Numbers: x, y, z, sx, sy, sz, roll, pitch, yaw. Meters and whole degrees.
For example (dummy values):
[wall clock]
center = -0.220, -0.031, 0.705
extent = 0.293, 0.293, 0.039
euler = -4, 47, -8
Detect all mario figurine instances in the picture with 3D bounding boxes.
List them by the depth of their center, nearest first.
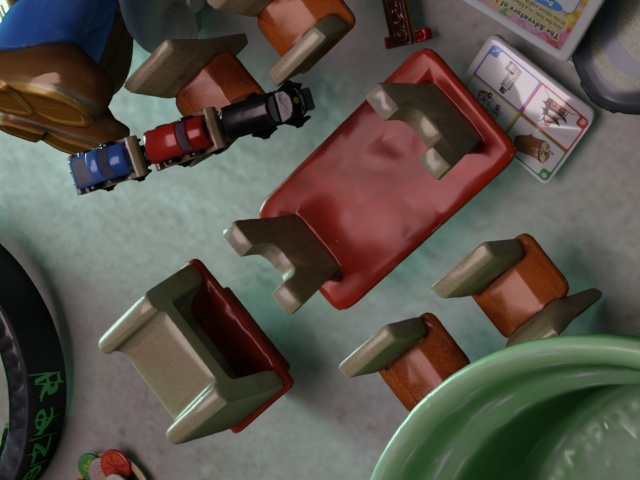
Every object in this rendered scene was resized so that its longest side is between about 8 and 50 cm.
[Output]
[mario figurine]
center = -0.092, -0.210, 1.043
extent = 0.198, 0.170, 0.320
euler = -1, 71, 57

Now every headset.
[headset]
center = -0.348, 0.051, 1.319
extent = 0.394, 0.185, 0.243
euler = 29, 116, 17

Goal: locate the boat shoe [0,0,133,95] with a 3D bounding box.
[boat shoe]
center = -0.209, -0.197, 1.187
extent = 0.089, 0.104, 0.285
euler = -43, 58, 38

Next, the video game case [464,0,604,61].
[video game case]
center = 0.083, -0.179, 0.843
extent = 0.157, 0.019, 0.143
euler = 33, 137, 6

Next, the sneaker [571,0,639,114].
[sneaker]
center = 0.209, -0.181, 0.825
extent = 0.111, 0.121, 0.300
euler = 41, 119, 14

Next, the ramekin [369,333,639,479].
[ramekin]
center = 0.177, 0.186, 0.872
extent = 0.303, 0.148, 0.303
euler = 6, 100, 36

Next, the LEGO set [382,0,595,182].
[LEGO set]
center = 0.091, -0.177, 0.990
extent = 0.244, 0.060, 0.182
euler = 40, 117, 16

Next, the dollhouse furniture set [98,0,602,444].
[dollhouse furniture set]
center = 0.000, 0.000, 1.020
extent = 0.259, 0.135, 0.262
euler = -42, 81, 26

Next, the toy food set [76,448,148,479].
[toy food set]
center = -0.146, 0.186, 1.216
extent = 0.083, 0.020, 0.082
euler = 44, 119, 27

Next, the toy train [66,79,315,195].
[toy train]
center = -0.076, -0.053, 0.948
extent = 0.158, 0.036, 0.027
euler = -17, 92, 28
